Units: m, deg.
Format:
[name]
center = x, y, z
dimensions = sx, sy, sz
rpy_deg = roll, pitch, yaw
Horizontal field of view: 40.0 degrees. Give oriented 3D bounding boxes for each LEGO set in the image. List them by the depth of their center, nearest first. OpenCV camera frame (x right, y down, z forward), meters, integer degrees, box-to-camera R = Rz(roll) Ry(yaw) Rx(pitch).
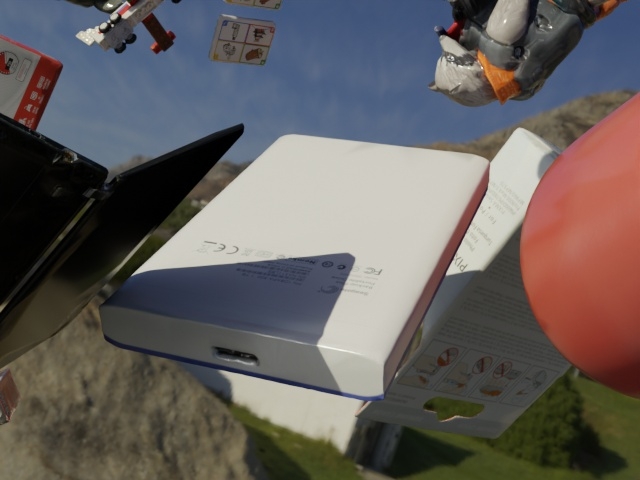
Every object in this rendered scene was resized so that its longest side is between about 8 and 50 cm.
[LEGO set]
center = -0.139, -0.274, 0.881
dimensions = 0.244, 0.182, 0.060
rpy_deg = -6, 34, -42

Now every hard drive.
[hard drive]
center = 0.000, 0.000, 0.713
dimensions = 0.210, 0.040, 0.319
rpy_deg = 9, 31, 20

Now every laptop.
[laptop]
center = -0.209, -0.016, 0.502
dimensions = 0.264, 0.234, 0.137
rpy_deg = 29, 31, -31

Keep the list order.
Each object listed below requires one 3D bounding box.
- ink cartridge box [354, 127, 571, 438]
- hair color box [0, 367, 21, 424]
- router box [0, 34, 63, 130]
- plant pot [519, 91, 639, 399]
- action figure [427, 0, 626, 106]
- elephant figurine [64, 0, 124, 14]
[ink cartridge box]
center = 0.237, 0.077, 1.099
dimensions = 0.308, 0.385, 0.091
rpy_deg = 19, 27, -42
[hair color box]
center = -0.390, 0.188, 1.008
dimensions = 0.072, 0.043, 0.141
rpy_deg = -21, 7, -13
[router box]
center = -0.650, -0.214, 1.500
dimensions = 0.301, 0.335, 0.082
rpy_deg = 21, 9, -34
[plant pot]
center = 0.307, -0.015, 0.668
dimensions = 0.275, 0.275, 0.243
rpy_deg = 20, -12, 7
[action figure]
center = 0.246, -0.291, 1.000
dimensions = 0.341, 0.330, 0.178
rpy_deg = 35, 13, -48
[elephant figurine]
center = -0.361, -0.465, 1.239
dimensions = 0.186, 0.239, 0.169
rpy_deg = 13, 6, -42
